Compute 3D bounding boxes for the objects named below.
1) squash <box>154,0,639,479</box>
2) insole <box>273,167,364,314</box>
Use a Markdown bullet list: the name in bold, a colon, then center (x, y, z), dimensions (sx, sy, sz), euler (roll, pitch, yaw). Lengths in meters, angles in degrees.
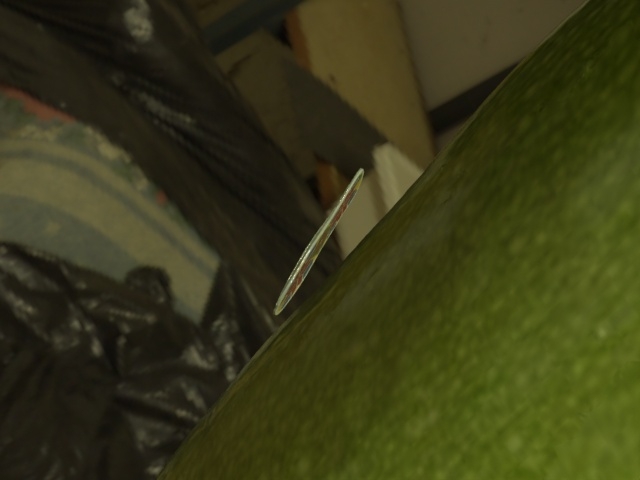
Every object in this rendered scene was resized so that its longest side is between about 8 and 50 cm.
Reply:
- **squash**: center (0.113, 0.083, 0.490), dimensions (0.263, 0.384, 0.263), euler (29, 31, -20)
- **insole**: center (0.000, 0.000, 1.387), dimensions (0.006, 0.193, 0.065), euler (28, -26, 9)
